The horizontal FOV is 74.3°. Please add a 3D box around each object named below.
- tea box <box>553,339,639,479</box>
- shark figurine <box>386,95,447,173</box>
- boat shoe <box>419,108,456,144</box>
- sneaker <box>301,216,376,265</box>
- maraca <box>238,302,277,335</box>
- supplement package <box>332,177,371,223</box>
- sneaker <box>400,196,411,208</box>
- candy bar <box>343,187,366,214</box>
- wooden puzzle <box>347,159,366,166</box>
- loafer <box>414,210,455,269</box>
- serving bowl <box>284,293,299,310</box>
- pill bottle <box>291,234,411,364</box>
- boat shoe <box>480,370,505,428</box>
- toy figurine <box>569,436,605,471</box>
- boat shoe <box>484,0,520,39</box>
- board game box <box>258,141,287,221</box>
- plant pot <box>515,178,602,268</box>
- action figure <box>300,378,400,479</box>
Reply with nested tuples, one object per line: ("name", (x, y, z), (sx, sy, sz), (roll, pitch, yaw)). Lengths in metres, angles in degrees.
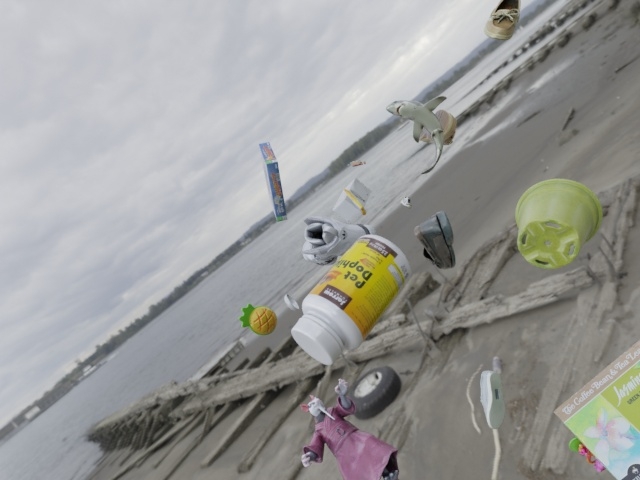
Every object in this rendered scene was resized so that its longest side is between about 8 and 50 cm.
("tea box", (0.894, 0.499, 1.139), (0.329, 0.324, 0.220), (-47, -41, 10))
("shark figurine", (0.335, -0.352, 1.329), (0.166, 0.278, 0.116), (-29, 28, 14))
("boat shoe", (0.487, -0.440, 1.682), (0.341, 0.110, 0.122), (-90, 20, -78))
("sneaker", (0.000, 0.000, 1.441), (0.210, 0.138, 0.365), (12, -14, -35))
("maraca", (-0.271, 0.346, 1.854), (0.099, 0.185, 0.127), (-18, 54, 52))
("supplement package", (0.149, -0.187, 1.972), (0.105, 0.105, 0.179), (-42, 15, 45))
("sneaker", (0.340, -0.152, 1.659), (0.037, 0.031, 0.083), (-56, 20, 12))
("candy bar", (0.126, -0.143, 1.536), (0.018, 0.040, 0.162), (-32, 40, 0))
("wooden puzzle", (0.165, -0.352, 1.924), (0.083, 0.006, 0.049), (-14, 32, -5))
("loafer", (0.286, 0.009, 1.064), (0.084, 0.096, 0.267), (-19, -28, 10))
("serving bowl", (-0.131, 0.274, 1.839), (0.027, 0.083, 0.083), (-39, 5, 6))
("pill bottle", (0.050, 0.097, 0.704), (0.215, 0.117, 0.117), (-47, 9, -27))
("boat shoe", (0.706, 0.655, 1.750), (0.079, 0.228, 0.081), (3, -8, -16))
("toy figurine", (0.987, 0.750, 1.493), (0.173, 0.130, 0.159), (-54, 6, 20))
("boat shoe", (0.657, -0.808, 1.510), (0.089, 0.104, 0.285), (95, -163, -51))
("board game box", (-0.144, -0.177, 1.281), (0.035, 0.201, 0.136), (-14, 41, -9))
("plant pot", (0.787, -0.038, 1.431), (0.276, 0.276, 0.254), (-33, 4, 42))
("action figure", (0.086, 0.597, 1.274), (0.248, 0.276, 0.370), (-48, 48, -6))
